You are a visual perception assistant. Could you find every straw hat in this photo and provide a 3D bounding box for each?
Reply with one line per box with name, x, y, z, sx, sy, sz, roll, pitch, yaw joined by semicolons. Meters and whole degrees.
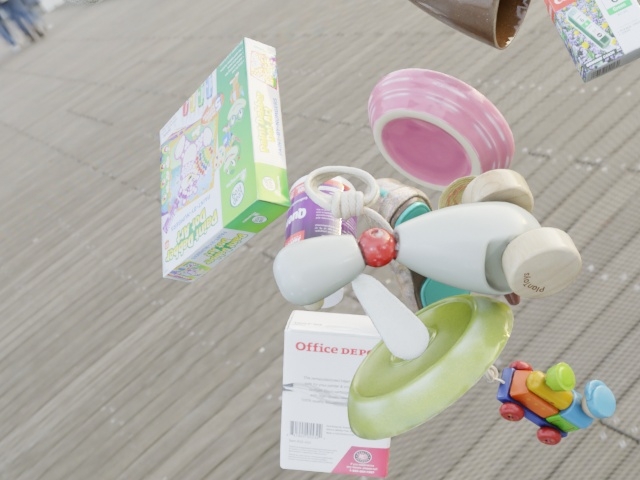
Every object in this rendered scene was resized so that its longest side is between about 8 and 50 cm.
straw hat;0.288;-0.051;1.455;0.144;0.144;0.061;-23;-1;15

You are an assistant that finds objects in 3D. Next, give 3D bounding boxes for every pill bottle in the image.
pill bottle;0.000;0.000;1.976;0.181;0.181;0.323;-17;47;24

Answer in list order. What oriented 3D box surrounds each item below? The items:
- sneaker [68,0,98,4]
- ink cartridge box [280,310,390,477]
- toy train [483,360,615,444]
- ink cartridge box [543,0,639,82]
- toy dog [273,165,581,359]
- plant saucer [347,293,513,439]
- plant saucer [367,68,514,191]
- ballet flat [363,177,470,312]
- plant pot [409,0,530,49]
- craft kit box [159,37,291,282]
sneaker;-0.165;-0.265;0.530;0.126;0.240;0.091;-2;54;14
ink cartridge box;0.029;0.239;1.256;0.172;0.237;0.100;4;15;4
toy train;0.361;0.240;1.339;0.143;0.248;0.105;-36;25;52
ink cartridge box;0.230;-0.200;0.679;0.062;0.115;0.029;-25;-14;12
toy dog;0.126;0.035;0.933;0.333;0.161;0.220;2;41;13
plant saucer;0.119;0.139;0.956;0.241;0.037;0.241;-38;10;8
plant saucer;0.240;-0.213;1.685;0.332;0.332;0.084;4;53;47
ballet flat;0.139;0.017;1.153;0.107;0.316;0.106;-41;48;-13
plant pot;0.264;-0.494;1.501;0.230;0.215;0.215;22;53;23
craft kit box;-0.139;-0.102;1.078;0.250;0.061;0.247;-35;55;44
